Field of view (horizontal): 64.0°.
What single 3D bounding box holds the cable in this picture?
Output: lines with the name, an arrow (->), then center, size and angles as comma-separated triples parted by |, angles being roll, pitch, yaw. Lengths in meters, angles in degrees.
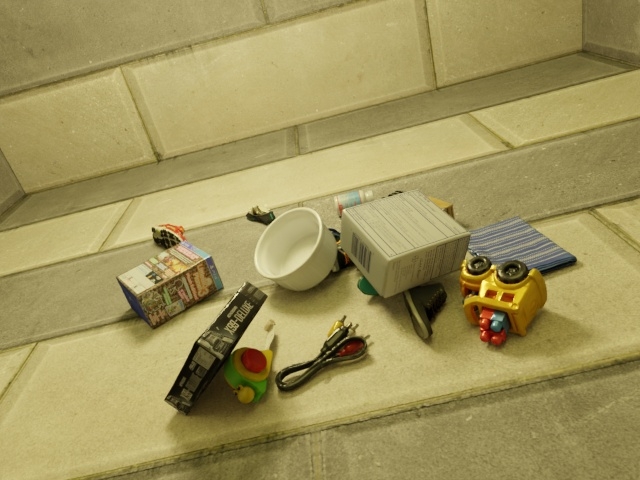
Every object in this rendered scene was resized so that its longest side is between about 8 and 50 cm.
cable -> 0.018, 0.322, 1.375 | 0.287, 0.072, 0.139 | -42, 53, -20

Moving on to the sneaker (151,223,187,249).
sneaker -> -0.656, -0.029, 2.288 | 0.118, 0.108, 0.279 | -24, 30, -35

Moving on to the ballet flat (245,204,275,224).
ballet flat -> -0.273, -0.125, 2.297 | 0.074, 0.074, 0.203 | -33, 32, -30

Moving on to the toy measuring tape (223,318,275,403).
toy measuring tape -> -0.194, 0.309, 1.401 | 0.121, 0.122, 0.330 | -11, 28, 8

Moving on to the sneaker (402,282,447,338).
sneaker -> 0.305, 0.182, 1.424 | 0.118, 0.083, 0.222 | -13, 27, 3

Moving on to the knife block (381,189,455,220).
knife block -> 0.368, -0.128, 1.955 | 0.275, 0.088, 0.242 | -7, 30, 18

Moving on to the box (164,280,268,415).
box -> -0.272, 0.281, 1.334 | 0.076, 0.307, 0.242 | 34, 40, 0

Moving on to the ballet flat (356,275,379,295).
ballet flat -> 0.230, 0.113, 1.613 | 0.247, 0.083, 0.087 | -18, 3, -4

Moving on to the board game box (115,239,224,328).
board game box -> -0.544, 0.150, 1.852 | 0.290, 0.141, 0.232 | -31, 32, -28

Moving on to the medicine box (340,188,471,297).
medicine box -> 0.246, -0.001, 1.531 | 0.289, 0.149, 0.263 | -16, 42, -22

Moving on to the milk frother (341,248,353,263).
milk frother -> 0.168, 0.020, 1.721 | 0.134, 0.129, 0.143 | 28, 62, 35

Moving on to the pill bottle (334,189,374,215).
pill bottle -> 0.141, -0.159, 2.130 | 0.160, 0.087, 0.087 | -13, 28, 5

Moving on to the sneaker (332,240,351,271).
sneaker -> 0.094, 0.039, 1.799 | 0.083, 0.084, 0.215 | 5, 33, 24

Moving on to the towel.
towel -> 0.605, 0.019, 1.619 | 0.243, 0.040, 0.336 | -17, 27, -4

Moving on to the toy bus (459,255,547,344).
toy bus -> 0.448, 0.166, 1.343 | 0.220, 0.150, 0.211 | 10, 53, 43

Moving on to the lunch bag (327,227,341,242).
lunch bag -> 0.000, 0.000, 1.913 | 0.128, 0.097, 0.151 | 3, 15, 34

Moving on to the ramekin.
ramekin -> -0.076, 0.038, 1.731 | 0.277, 0.135, 0.277 | -22, 46, 26
